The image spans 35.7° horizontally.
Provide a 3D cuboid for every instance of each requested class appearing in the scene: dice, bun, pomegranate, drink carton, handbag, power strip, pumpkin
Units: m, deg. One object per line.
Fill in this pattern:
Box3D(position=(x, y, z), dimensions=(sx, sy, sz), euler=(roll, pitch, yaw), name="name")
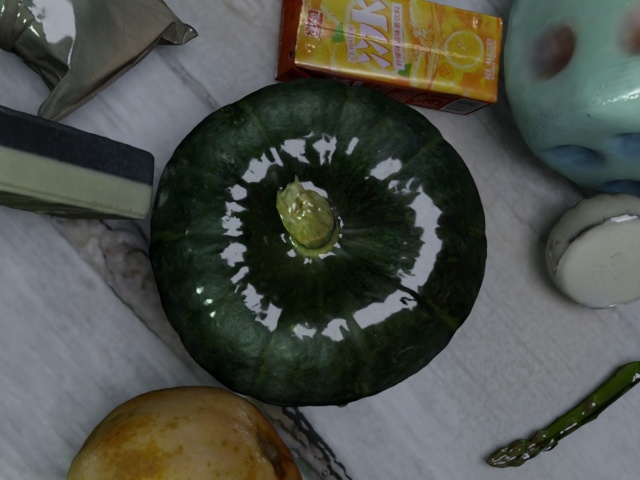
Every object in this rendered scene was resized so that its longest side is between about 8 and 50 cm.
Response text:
Box3D(position=(0.365, -0.192, 0.990), dimensions=(0.265, 0.268, 0.262), euler=(24, 71, -33), name="dice")
Box3D(position=(0.307, -0.001, 1.069), dimensions=(0.138, 0.138, 0.094), euler=(20, 36, -18), name="bun")
Box3D(position=(-0.112, 0.222, 0.831), dimensions=(0.207, 0.207, 0.207), euler=(2, 85, -21), name="pomegranate")
Box3D(position=(0.071, -0.196, 1.010), dimensions=(0.223, 0.071, 0.096), euler=(7, 83, -20), name="drink carton")
Box3D(position=(-0.256, -0.232, 0.865), dimensions=(0.270, 0.117, 0.182), euler=(48, 58, -11), name="handbag")
Box3D(position=(-0.240, -0.060, 0.795), dimensions=(0.257, 0.105, 0.070), euler=(11, 83, -63), name="power strip")
Box3D(position=(0.000, 0.000, 0.877), dimensions=(0.300, 0.207, 0.300), euler=(1, 81, -3), name="pumpkin")

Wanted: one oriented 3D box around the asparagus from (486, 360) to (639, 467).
Box3D(position=(0.275, 0.190, 1.076), dimensions=(0.236, 0.027, 0.034), euler=(-28, 116, -20), name="asparagus")
